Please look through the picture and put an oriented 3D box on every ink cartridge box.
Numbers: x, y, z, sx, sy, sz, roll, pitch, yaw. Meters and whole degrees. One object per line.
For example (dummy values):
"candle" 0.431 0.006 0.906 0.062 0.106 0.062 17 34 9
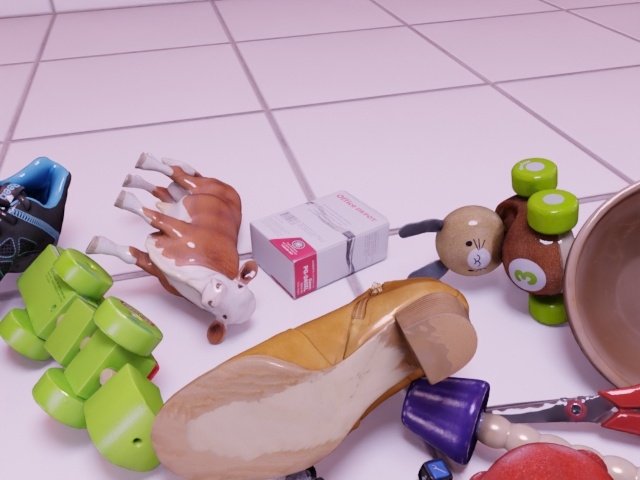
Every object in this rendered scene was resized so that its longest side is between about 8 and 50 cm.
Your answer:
"ink cartridge box" 0.000 0.000 0.822 0.150 0.063 0.109 -21 38 -27

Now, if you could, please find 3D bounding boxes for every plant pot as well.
"plant pot" 0.366 0.054 0.639 0.237 0.237 0.110 7 -5 13

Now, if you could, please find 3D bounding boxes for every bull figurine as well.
"bull figurine" -0.167 -0.005 0.778 0.188 0.101 0.310 30 19 -19

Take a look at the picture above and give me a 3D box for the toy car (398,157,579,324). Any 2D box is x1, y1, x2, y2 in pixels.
"toy car" 0.190 0.009 0.735 0.188 0.155 0.149 -8 33 7

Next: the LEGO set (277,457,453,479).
"LEGO set" 0.040 0.264 0.465 0.183 0.060 0.244 14 36 1

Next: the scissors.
"scissors" 0.256 0.148 0.585 0.297 0.021 0.109 7 78 18

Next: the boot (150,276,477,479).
"boot" 0.003 0.118 0.600 0.295 0.104 0.211 -22 2 2

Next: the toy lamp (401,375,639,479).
"toy lamp" 0.205 0.181 0.533 0.275 0.080 0.080 16 37 21

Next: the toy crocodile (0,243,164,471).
"toy crocodile" -0.239 0.101 0.653 0.115 0.105 0.340 -52 44 -6

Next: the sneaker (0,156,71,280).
"sneaker" -0.399 -0.002 0.704 0.125 0.139 0.341 30 23 -8

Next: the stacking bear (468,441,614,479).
"stacking bear" 0.166 0.244 0.367 0.175 0.164 0.289 -22 23 9
